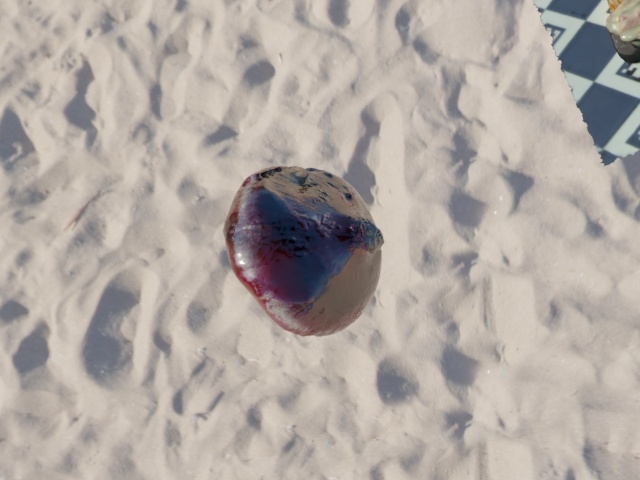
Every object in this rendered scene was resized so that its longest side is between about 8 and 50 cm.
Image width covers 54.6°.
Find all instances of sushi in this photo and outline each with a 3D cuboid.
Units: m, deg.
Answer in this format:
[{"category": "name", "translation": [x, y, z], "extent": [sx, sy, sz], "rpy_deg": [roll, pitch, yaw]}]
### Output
[{"category": "sushi", "translation": [0.152, -0.110, 0.259], "extent": [0.120, 0.026, 0.126], "rpy_deg": [-27, 51, 31]}]

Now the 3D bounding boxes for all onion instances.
[{"category": "onion", "translation": [0.000, 0.000, 0.901], "extent": [0.195, 0.272, 0.272], "rpy_deg": [-27, 65, 36]}]
